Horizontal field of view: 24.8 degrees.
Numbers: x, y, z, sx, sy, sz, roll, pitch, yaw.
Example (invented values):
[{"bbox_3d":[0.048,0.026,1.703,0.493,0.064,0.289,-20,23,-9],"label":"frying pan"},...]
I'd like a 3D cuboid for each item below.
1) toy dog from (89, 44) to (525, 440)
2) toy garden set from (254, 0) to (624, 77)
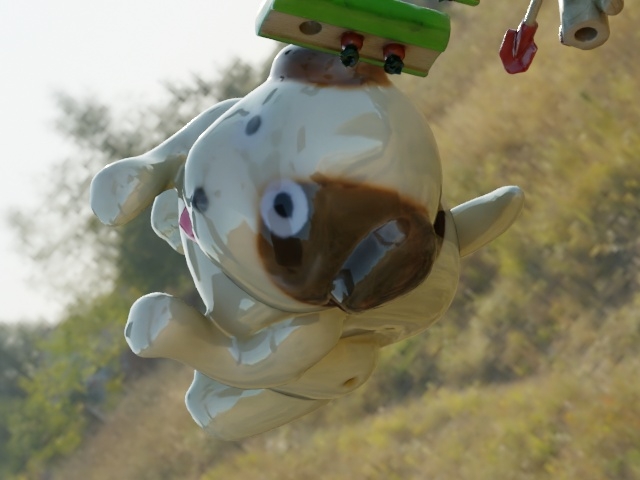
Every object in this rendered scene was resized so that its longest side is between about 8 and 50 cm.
[{"bbox_3d":[0.000,0.000,1.279,0.408,0.395,0.284,86,180,-74],"label":"toy dog"},{"bbox_3d":[0.100,-0.152,0.776,0.244,0.204,0.049,126,150,-53],"label":"toy garden set"}]
